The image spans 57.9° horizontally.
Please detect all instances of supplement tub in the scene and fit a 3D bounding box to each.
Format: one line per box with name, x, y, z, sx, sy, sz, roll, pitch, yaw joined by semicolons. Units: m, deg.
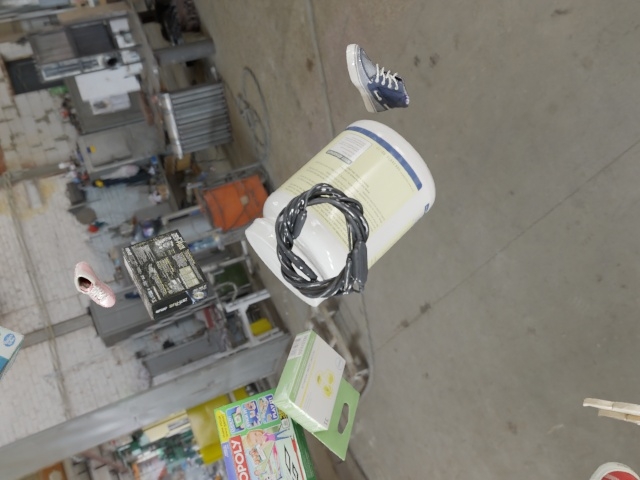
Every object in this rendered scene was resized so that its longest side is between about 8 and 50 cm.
supplement tub;0.038;-0.053;1.132;0.235;0.325;0.235;43;165;14

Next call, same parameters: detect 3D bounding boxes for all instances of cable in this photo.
cable;0.000;0.000;0.886;0.151;0.047;0.184;3;112;24

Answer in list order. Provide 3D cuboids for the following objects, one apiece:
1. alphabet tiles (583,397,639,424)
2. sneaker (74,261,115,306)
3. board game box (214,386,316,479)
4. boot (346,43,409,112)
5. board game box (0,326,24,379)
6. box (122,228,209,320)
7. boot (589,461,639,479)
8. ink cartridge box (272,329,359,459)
alphabet tiles;0.512;0.248;0.752;0.284;0.278;0.021;144;140;-74
sneaker;-0.535;0.118;1.364;0.134;0.051;0.070;63;177;-28
board game box;-0.122;0.519;1.340;0.046;0.214;0.317;17;-128;-60
boot;0.116;-0.321;1.134;0.190;0.086;0.069;43;-131;-61
board game box;-0.687;0.183;0.900;0.079;0.336;0.253;-58;17;20
box;-0.377;0.080;1.408;0.180;0.147;0.077;53;151;26
boot;0.397;0.460;0.818;0.176;0.088;0.244;-39;-31;-74
ink cartridge box;0.015;0.325;1.213;0.056;0.171;0.235;-25;121;37
